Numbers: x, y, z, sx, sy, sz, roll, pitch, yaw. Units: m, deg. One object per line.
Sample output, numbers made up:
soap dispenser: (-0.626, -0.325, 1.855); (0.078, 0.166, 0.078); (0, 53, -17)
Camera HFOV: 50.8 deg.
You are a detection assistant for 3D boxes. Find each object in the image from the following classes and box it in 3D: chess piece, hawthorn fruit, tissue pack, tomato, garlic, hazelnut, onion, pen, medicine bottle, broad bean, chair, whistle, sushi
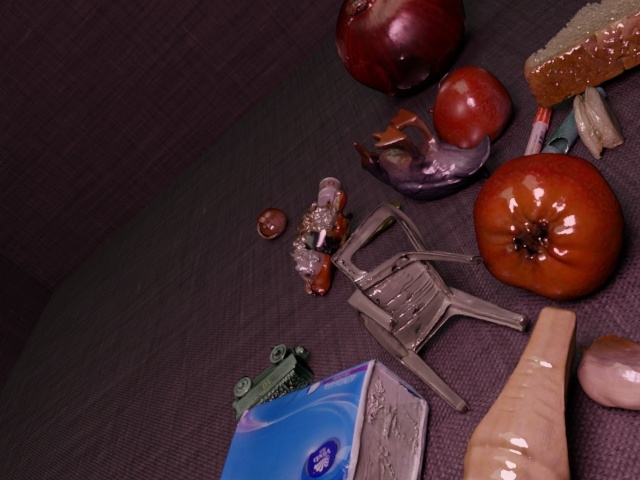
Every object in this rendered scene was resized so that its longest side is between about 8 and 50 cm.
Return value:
chess piece: (0.211, 0.214, 0.701); (0.137, 0.137, 0.300); (-12, 41, 52)
hawthorn fruit: (0.309, -0.032, 0.898); (0.197, 0.196, 0.225); (-28, 5, 37)
tissue pack: (-0.002, 0.298, 0.902); (0.263, 0.146, 0.198); (-28, 30, 35)
tomato: (0.298, -0.256, 1.309); (0.167, 0.167, 0.167); (-37, 25, 20)
garlic: (0.327, 0.139, 0.706); (0.084, 0.066, 0.152); (-49, 21, -11)
hazelnut: (-0.126, -0.044, 1.766); (0.086, 0.086, 0.086); (-37, 25, 20)
onion: (0.204, -0.523, 1.720); (0.341, 0.341, 0.341); (-37, 25, 20)
pen: (0.371, -0.161, 1.172); (0.028, 0.028, 0.239); (-19, 35, 47)
medicine bottle: (0.022, -0.110, 1.639); (0.057, 0.057, 0.089); (-35, 26, 24)
broad bean: (0.081, -0.014, 1.404); (0.227, 0.039, 0.069); (-29, 31, 40)
chair: (0.143, 0.073, 0.968); (0.190, 0.203, 0.275); (-44, 28, -8)
whistle: (0.414, -0.180, 1.121); (0.186, 0.039, 0.039); (-51, 24, -14)
sushi: (-0.003, -0.001, 1.383); (0.097, 0.103, 0.225); (9, 76, 45)

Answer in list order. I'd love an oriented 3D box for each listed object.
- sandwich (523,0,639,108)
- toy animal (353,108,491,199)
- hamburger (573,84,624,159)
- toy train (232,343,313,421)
sandwich: (0.497, -0.368, 1.159); (0.289, 0.099, 0.254); (-27, 29, 33)
toy animal: (0.191, -0.155, 1.289); (0.298, 0.185, 0.122); (10, 55, 33)
hamburger: (0.430, -0.196, 1.060); (0.054, 0.084, 0.121); (-29, 27, 38)
toy train: (-0.086, 0.261, 1.207); (0.172, 0.070, 0.099); (-42, 30, 5)
